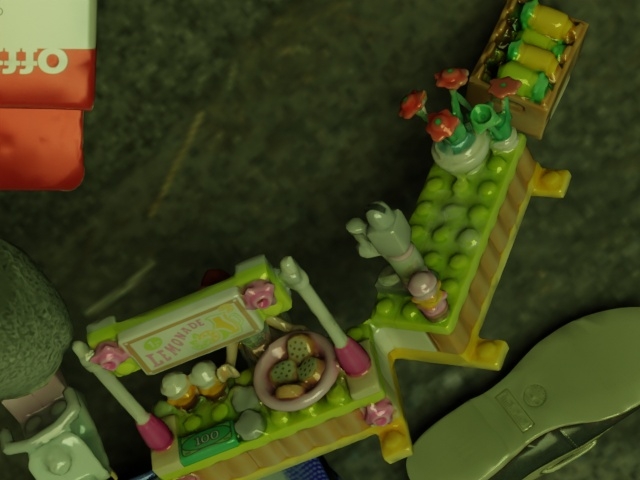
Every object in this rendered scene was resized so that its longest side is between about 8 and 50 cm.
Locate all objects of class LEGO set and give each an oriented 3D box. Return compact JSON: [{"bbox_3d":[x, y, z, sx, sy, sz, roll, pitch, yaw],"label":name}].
[{"bbox_3d":[0.000,0.000,0.719,0.287,0.132,0.107,-38,136,-4],"label":"LEGO set"}]

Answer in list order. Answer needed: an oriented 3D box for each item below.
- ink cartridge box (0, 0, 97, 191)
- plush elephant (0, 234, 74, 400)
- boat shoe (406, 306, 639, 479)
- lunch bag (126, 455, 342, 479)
[{"bbox_3d":[-0.150,-0.123,0.718,0.134,0.078,0.231,0,105,-9],"label":"ink cartridge box"},{"bbox_3d":[-0.288,0.088,0.654,0.272,0.255,0.330,35,54,-9],"label":"plush elephant"},{"bbox_3d":[0.099,0.076,0.830,0.137,0.049,0.043,-32,149,-3],"label":"boat shoe"},{"bbox_3d":[-0.054,0.302,0.770,0.327,0.239,0.385,-29,90,0],"label":"lunch bag"}]
